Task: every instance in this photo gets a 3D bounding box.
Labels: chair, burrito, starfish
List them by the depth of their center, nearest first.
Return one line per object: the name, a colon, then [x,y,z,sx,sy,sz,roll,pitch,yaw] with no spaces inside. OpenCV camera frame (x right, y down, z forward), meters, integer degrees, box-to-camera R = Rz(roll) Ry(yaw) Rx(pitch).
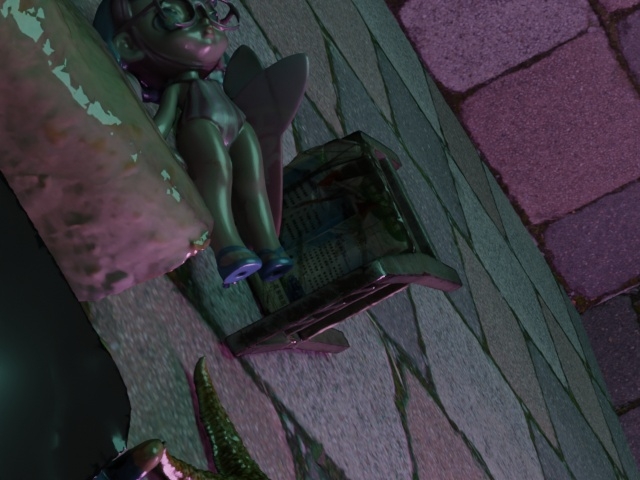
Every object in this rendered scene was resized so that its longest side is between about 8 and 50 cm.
burrito: [-0.178,-0.108,0.782,0.299,0.105,0.143,55,5,-24]
starfish: [-0.041,0.165,0.907,0.216,0.050,0.223,60,6,25]
chair: [0.000,0.000,1.163,0.147,0.136,0.270,64,15,12]

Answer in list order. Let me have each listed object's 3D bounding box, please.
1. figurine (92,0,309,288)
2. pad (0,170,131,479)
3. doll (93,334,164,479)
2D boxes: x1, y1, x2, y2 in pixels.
figurine: [-0.107,-0.083,1.054,0.205,0.103,0.260,-8,68,-37]
pad: [-0.171,0.053,0.504,0.181,0.004,0.267,61,34,-8]
doll: [-0.119,0.102,0.647,0.179,0.102,0.089,60,-30,7]
